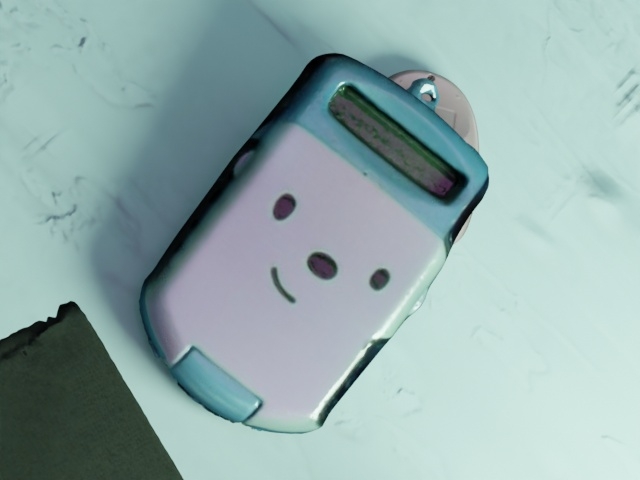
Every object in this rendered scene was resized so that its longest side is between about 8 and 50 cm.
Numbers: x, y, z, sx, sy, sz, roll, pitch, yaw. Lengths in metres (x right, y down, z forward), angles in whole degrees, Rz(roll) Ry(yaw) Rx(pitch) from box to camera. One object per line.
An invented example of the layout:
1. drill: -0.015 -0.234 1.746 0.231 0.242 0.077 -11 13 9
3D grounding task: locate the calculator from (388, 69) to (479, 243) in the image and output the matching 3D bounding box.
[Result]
1. calculator: 0.071 -0.050 1.375 0.103 0.024 0.166 13 74 -16

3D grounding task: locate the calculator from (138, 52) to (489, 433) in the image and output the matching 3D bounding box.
1. calculator: 0.000 0.000 1.307 0.173 0.051 0.293 38 77 -5

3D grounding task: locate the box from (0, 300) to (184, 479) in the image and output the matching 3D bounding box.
1. box: -0.191 0.257 1.069 0.251 0.204 0.345 -28 86 -44
